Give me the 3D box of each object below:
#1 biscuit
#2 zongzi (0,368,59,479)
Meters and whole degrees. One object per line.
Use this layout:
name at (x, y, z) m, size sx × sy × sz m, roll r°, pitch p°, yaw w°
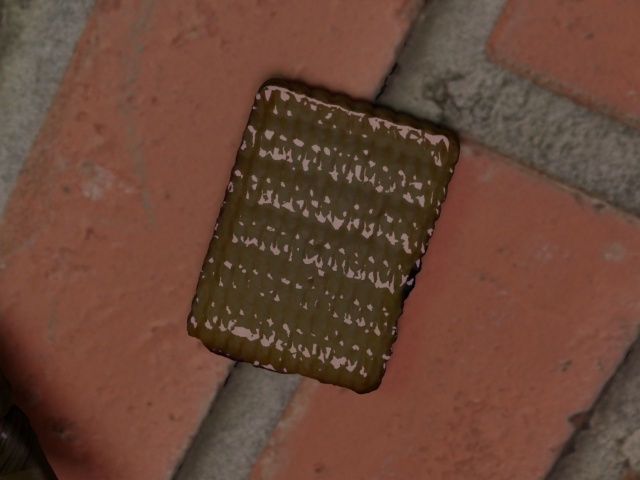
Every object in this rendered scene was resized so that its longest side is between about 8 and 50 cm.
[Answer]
biscuit at (0.000, 0.000, 1.580) m, size 0.172 × 0.029 × 0.254 m, roll 16°, pitch 118°, yaw -4°
zongzi at (-0.352, 0.208, 1.649) m, size 0.260 × 0.123 × 0.289 m, roll -23°, pitch 102°, yaw 16°
